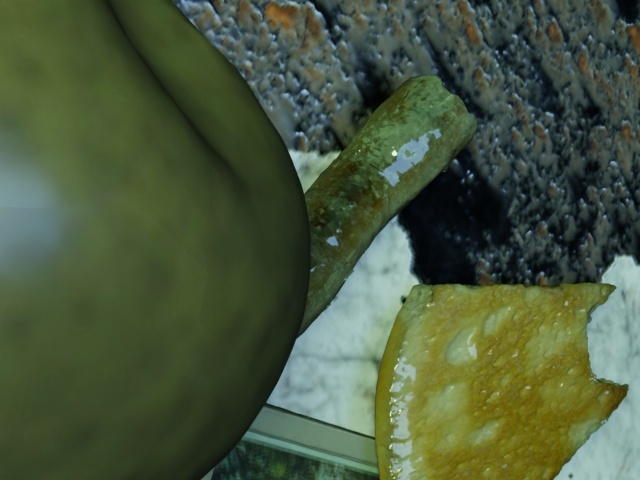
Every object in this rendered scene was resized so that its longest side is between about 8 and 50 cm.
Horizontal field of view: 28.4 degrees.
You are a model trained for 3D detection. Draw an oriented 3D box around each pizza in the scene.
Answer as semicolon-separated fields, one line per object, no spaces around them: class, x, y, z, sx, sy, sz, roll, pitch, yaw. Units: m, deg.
pizza;0.126;0.096;0.859;0.262;0.034;0.181;-30;103;-37

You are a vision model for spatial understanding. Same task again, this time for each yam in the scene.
yam;0.000;0.000;0.743;0.253;0.061;0.061;-47;121;-23

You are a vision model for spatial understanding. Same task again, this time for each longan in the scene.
longan;-0.158;-0.002;0.483;0.350;0.288;0.288;33;75;-39

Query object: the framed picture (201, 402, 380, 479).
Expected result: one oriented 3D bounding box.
framed picture;0.017;0.244;0.812;0.324;0.020;0.241;25;80;-38
